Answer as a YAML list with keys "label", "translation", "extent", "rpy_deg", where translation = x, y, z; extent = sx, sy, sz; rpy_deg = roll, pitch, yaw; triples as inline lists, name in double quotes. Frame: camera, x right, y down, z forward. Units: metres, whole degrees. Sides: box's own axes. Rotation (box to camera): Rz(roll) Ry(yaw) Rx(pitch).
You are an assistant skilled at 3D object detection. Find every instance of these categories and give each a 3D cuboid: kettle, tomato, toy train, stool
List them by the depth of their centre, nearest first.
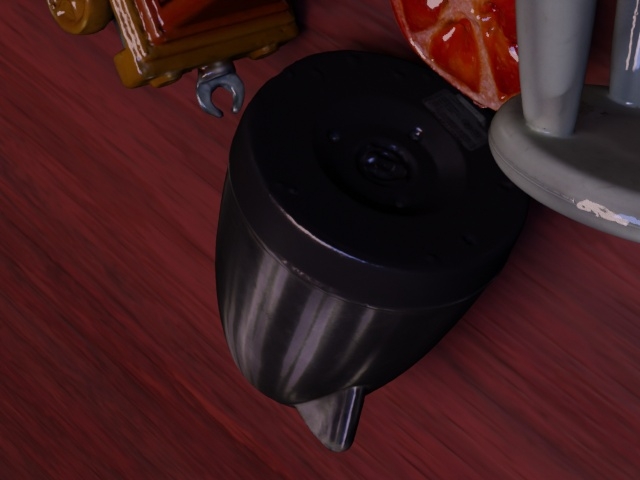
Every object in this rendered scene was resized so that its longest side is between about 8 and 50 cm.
- label: "stool"
  translation: [0.208, -0.119, 0.727]
  extent: [0.195, 0.195, 0.199]
  rpy_deg: [28, 120, 34]
- label: "tomato"
  translation: [0.115, -0.166, 0.875]
  extent: [0.155, 0.069, 0.156]
  rpy_deg: [37, 149, 27]
- label: "toy train"
  translation: [-0.113, -0.275, 0.978]
  extent: [0.231, 0.163, 0.369]
  rpy_deg: [-17, 94, 52]
- label: "kettle"
  translation: [-0.004, 0.012, 0.983]
  extent: [0.250, 0.207, 0.271]
  rpy_deg: [40, 139, 16]
